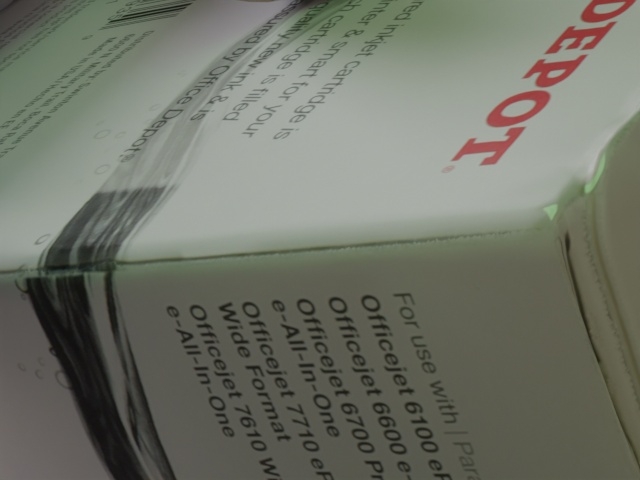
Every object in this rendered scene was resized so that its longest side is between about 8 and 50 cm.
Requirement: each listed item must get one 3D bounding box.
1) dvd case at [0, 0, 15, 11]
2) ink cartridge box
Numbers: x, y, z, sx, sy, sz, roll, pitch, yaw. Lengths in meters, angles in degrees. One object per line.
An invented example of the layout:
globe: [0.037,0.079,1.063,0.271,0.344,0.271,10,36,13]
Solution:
dvd case: [-0.158,-0.026,0.684,0.180,0.022,0.253,-46,-13,-45]
ink cartridge box: [0.000,0.000,0.556,0.307,0.129,0.223,-4,28,37]
